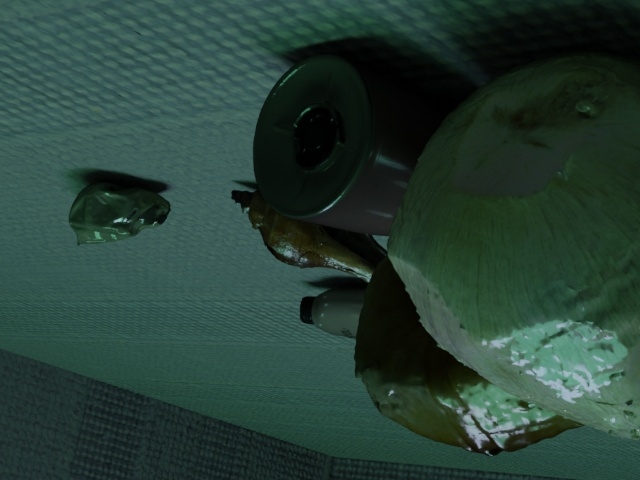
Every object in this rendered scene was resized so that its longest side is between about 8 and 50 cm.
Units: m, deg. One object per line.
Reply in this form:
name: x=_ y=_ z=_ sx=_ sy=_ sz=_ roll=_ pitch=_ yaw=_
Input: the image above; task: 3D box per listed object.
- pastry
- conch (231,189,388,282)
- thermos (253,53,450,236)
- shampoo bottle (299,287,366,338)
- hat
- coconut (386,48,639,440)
pastry: x=0.186 y=0.069 z=1.331 sx=0.329 sy=0.330 sz=0.136 roll=-2 pitch=133 yaw=40
conch: x=-0.003 y=-0.002 z=1.615 sx=0.232 sy=0.086 sz=0.080 roll=18 pitch=164 yaw=-19
thermos: x=0.071 y=-0.064 z=1.247 sx=0.176 sy=0.146 sz=0.265 roll=-20 pitch=156 yaw=39
shampoo bottle: x=0.087 y=0.111 z=1.977 sx=0.256 sy=0.078 sz=0.127 roll=1 pitch=167 yaw=25
hat: x=-0.265 y=-0.042 z=1.712 sx=0.122 sy=0.081 sz=0.166 roll=-26 pitch=-172 yaw=-12
coconut: x=0.202 y=-0.008 z=1.064 sx=0.297 sy=0.297 sz=0.254 roll=0 pitch=156 yaw=35
